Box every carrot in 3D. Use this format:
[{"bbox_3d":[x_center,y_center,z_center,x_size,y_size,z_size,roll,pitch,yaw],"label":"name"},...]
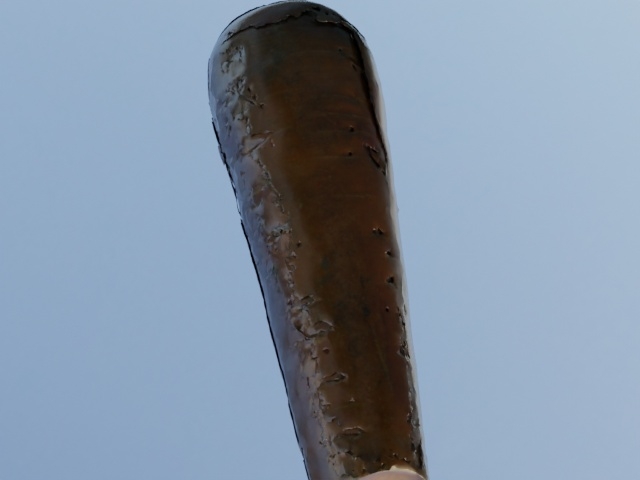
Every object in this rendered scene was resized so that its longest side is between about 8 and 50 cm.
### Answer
[{"bbox_3d":[0.000,0.000,0.463,0.055,0.055,0.161,10,-122,-36],"label":"carrot"}]
